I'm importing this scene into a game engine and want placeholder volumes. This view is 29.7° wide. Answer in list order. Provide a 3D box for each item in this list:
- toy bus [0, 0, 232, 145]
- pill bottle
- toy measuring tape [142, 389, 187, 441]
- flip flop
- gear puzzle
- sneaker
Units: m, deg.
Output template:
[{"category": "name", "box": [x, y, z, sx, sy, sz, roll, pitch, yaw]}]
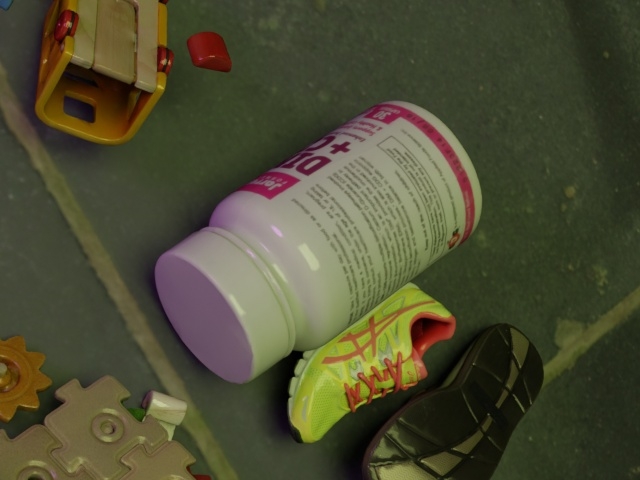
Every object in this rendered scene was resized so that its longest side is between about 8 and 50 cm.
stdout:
[{"category": "toy bus", "box": [-0.194, -0.179, 1.055, 0.191, 0.104, 0.202, 49, 39, 9]}, {"category": "pill bottle", "box": [0.000, 0.000, 1.105, 0.283, 0.160, 0.160, -35, 99, -31]}, {"category": "toy measuring tape", "box": [-0.148, 0.286, 0.994, 0.121, 0.121, 0.330, 21, 71, -26]}, {"category": "flip flop", "box": [0.130, 0.178, 1.205, 0.112, 0.080, 0.277, 54, 45, -6]}, {"category": "gear puzzle", "box": [-0.185, 0.205, 0.965, 0.339, 0.044, 0.175, 43, 46, 11]}, {"category": "sneaker", "box": [0.050, 0.116, 1.139, 0.208, 0.094, 0.081, -46, 144, -27]}]
